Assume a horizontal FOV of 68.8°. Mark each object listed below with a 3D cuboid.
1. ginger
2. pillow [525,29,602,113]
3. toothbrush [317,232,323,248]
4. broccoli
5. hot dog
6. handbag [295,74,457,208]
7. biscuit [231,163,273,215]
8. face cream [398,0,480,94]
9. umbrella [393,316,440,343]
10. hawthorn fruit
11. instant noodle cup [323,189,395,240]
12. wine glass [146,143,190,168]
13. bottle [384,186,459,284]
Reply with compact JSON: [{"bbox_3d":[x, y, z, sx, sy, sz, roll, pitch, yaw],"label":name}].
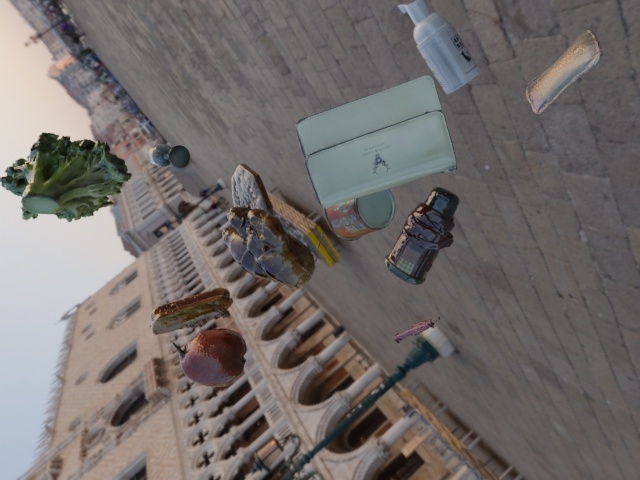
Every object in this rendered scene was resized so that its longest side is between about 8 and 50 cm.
[{"bbox_3d":[-0.185,0.019,1.483,0.357,0.152,0.274,9,145,51],"label":"ginger"},{"bbox_3d":[0.667,-0.461,1.293,0.038,0.131,0.233,15,143,-21],"label":"pillow"},{"bbox_3d":[0.000,0.000,1.879,0.006,0.097,0.008,24,131,-6],"label":"toothbrush"},{"bbox_3d":[-0.650,-0.133,1.183,0.248,0.288,0.246,43,-151,-32],"label":"broccoli"},{"bbox_3d":[-0.533,0.303,1.943,0.158,0.348,0.117,-134,29,-64],"label":"hot dog"},{"bbox_3d":[0.141,-0.242,1.194,0.160,0.358,0.237,-47,-60,-77],"label":"handbag"},{"bbox_3d":[-0.291,-0.145,1.956,0.359,0.046,0.359,39,139,46],"label":"biscuit"},{"bbox_3d":[0.427,-0.732,1.712,0.370,0.145,0.145,52,172,-12],"label":"face cream"},{"bbox_3d":[0.234,0.218,1.139,0.165,0.025,0.027,-39,69,46],"label":"umbrella"},{"bbox_3d":[-0.396,0.408,1.657,0.262,0.211,0.210,12,176,-9],"label":"hawthorn fruit"},{"bbox_3d":[0.190,-0.148,2.140,0.296,0.296,0.214,53,151,-19],"label":"instant noodle cup"},{"bbox_3d":[-0.521,-0.288,1.590,0.195,0.079,0.079,13,146,46],"label":"wine glass"},{"bbox_3d":[0.299,-0.016,1.308,0.143,0.271,0.156,32,-162,19],"label":"bottle"}]
